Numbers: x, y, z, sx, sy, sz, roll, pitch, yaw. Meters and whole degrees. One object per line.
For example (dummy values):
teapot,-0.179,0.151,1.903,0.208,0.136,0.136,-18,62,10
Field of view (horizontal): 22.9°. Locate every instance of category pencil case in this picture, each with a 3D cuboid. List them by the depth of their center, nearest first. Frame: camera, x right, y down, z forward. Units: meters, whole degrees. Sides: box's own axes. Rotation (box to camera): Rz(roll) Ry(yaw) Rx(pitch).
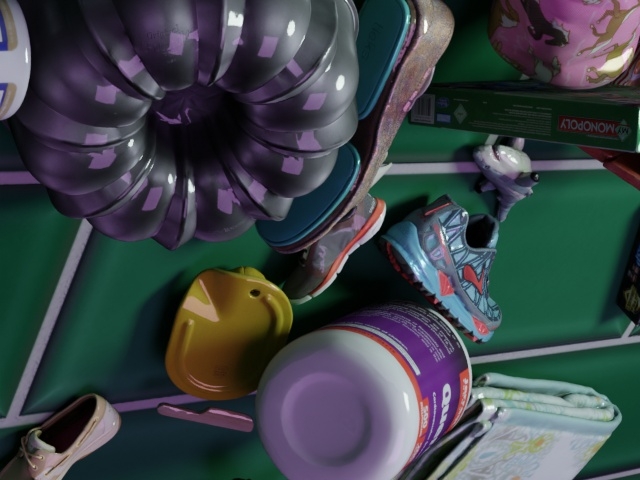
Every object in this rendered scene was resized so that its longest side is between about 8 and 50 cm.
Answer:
pencil case,0.281,-0.299,1.471,0.386,0.167,0.160,115,-1,-58

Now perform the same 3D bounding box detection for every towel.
towel,0.236,0.331,2.269,0.374,0.090,0.320,15,122,-49

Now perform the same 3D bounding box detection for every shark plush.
shark plush,0.210,-0.075,1.848,0.067,0.073,0.161,-14,163,-1

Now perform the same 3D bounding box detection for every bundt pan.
bundt pan,-0.113,-0.116,1.346,0.331,0.124,0.330,-9,137,-8

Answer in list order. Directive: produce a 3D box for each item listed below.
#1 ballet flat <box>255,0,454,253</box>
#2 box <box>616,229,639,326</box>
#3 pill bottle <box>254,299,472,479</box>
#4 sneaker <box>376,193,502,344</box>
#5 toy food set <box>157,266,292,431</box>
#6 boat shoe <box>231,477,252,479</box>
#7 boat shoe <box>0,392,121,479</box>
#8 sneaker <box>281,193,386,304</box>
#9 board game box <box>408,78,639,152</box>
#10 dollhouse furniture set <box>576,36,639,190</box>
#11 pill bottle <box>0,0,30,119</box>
ballet flat,0.044,-0.115,1.592,0.106,0.107,0.316,-6,135,-51
box,0.510,0.004,2.174,0.175,0.051,0.220,-20,140,-24
pill bottle,0.063,0.168,1.788,0.181,0.181,0.323,-53,168,19
sneaker,0.175,0.033,1.867,0.125,0.104,0.262,-44,146,2
toy food set,-0.109,0.104,1.736,0.128,0.071,0.217,8,126,-16
boat shoe,-0.042,0.367,2.026,0.113,0.127,0.340,-33,146,-9
boat shoe,-0.296,0.225,1.704,0.170,0.063,0.059,-41,143,-13
sneaker,0.000,0.000,1.732,0.065,0.061,0.158,35,104,-26
board game box,0.272,-0.131,1.606,0.214,0.317,0.046,-5,101,-37
dollhouse furniture set,0.457,-0.200,1.856,0.374,0.152,0.201,-22,145,-50
pill bottle,-0.330,-0.143,1.218,0.187,0.112,0.112,-7,134,-37
